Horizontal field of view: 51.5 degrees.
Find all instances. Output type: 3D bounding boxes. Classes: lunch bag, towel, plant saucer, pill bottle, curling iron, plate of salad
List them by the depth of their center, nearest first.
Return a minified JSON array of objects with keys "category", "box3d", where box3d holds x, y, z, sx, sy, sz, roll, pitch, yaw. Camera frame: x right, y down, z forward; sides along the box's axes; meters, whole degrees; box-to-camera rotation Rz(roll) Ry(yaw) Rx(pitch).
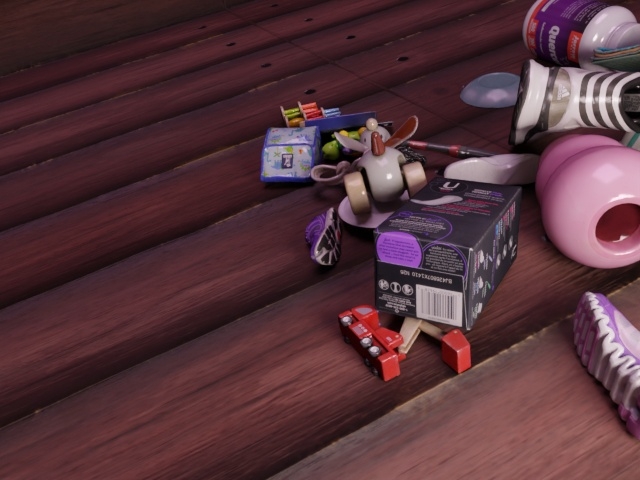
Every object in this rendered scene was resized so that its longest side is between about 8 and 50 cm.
[{"category":"plate of salad","box3d":[0.136,-0.070,1.353,0.199,0.048,0.200,-10,31,6]},{"category":"curling iron","box3d":[0.304,-0.186,1.474,0.274,0.068,0.035,3,35,11]},{"category":"towel","box3d":[0.844,-0.417,1.482,0.271,0.040,0.370,2,3,-33]},{"category":"lunch bag","box3d":[-0.068,-0.195,1.563,0.128,0.096,0.151,0,52,12]},{"category":"plant saucer","box3d":[0.469,-0.409,1.764,0.195,0.037,0.195,-8,35,5]},{"category":"pill bottle","box3d":[0.703,-0.544,1.764,0.181,0.182,0.323,-22,35,-15]}]

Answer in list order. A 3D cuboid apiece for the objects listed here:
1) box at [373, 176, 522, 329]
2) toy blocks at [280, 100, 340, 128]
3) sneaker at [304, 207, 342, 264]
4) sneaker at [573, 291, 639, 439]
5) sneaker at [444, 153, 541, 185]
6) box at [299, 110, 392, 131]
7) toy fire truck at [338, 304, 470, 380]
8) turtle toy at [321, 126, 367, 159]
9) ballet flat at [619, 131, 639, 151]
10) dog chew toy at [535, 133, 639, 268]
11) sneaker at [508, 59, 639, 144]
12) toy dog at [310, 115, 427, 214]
[{"category":"box","box3d":[0.215,0.009,1.097,0.165,0.143,0.270,11,29,29]},{"category":"toy blocks","box3d":[-0.027,-0.340,1.787,0.148,0.054,0.123,-14,35,-5]},{"category":"sneaker","box3d":[0.000,0.000,1.296,0.071,0.068,0.170,-19,23,16]},{"category":"sneaker","box3d":[0.432,0.162,0.905,0.104,0.095,0.236,-7,39,-6]},{"category":"sneaker","box3d":[0.357,-0.147,1.395,0.212,0.080,0.094,-6,22,-4]},{"category":"box","box3d":[0.067,-0.292,1.656,0.225,0.037,0.136,-5,5,6]},{"category":"toy fire truck","box3d":[0.127,0.152,1.035,0.135,0.047,0.192,-23,35,-18]},{"category":"turtle toy","box3d":[0.066,-0.231,1.590,0.130,0.066,0.095,-9,8,2]},{"category":"ballet flat","box3d":[0.791,-0.250,1.354,0.400,0.139,0.139,-20,35,-14]},{"category":"dog chew toy","box3d":[0.475,-0.093,1.169,0.206,0.207,0.332,-7,27,6]},{"category":"sneaker","box3d":[0.530,-0.261,1.358,0.257,0.169,0.447,11,10,14]},{"category":"toy dog","box3d":[0.109,-0.183,1.345,0.220,0.161,0.334,-21,31,-13]}]
